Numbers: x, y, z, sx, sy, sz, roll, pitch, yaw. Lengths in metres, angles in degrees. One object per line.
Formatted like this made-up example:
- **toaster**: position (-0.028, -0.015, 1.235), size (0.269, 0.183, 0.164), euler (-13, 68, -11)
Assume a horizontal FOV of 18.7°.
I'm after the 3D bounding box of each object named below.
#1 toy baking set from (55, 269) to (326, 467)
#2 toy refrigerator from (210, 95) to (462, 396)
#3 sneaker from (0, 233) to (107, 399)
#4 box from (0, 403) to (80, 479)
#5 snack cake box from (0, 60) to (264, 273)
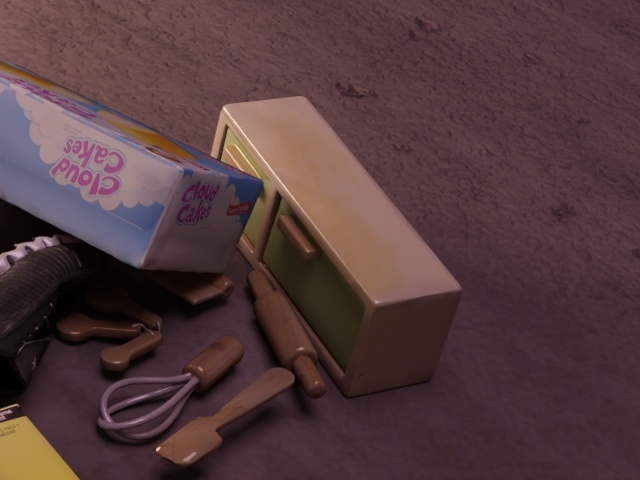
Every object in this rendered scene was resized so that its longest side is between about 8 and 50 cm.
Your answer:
- **toy baking set**: position (-0.097, 0.095, 1.521), size (0.197, 0.030, 0.256), euler (-10, 37, -22)
- **toy refrigerator**: position (0.000, 0.000, 1.617), size (0.094, 0.102, 0.269), euler (-9, 44, -30)
- **sneaker**: position (-0.238, 0.071, 1.462), size (0.106, 0.078, 0.234), euler (43, 44, 22)
- **box**: position (-0.168, 0.216, 1.285), size (0.058, 0.087, 0.232), euler (-17, 46, -37)
- **snack cake box**: position (-0.199, -0.065, 1.570), size (0.264, 0.089, 0.152), euler (26, 6, 21)
